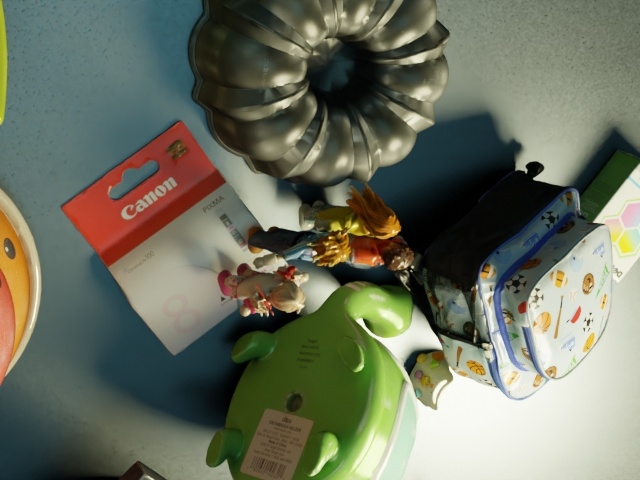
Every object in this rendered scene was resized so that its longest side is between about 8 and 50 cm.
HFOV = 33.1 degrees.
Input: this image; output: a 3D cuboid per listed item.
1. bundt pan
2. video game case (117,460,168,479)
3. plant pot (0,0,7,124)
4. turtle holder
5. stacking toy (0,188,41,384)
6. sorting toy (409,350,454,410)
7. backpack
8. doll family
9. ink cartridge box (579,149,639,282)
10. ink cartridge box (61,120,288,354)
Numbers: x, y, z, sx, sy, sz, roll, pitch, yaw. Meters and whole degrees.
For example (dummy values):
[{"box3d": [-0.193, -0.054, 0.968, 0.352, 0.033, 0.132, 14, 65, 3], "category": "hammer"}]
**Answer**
[{"box3d": [0.014, -0.210, 1.293, 0.330, 0.124, 0.331, -7, 111, -18], "category": "bundt pan"}, {"box3d": [-0.241, 0.436, 1.355, 0.275, 0.035, 0.248, -45, 127, -1], "category": "video game case"}, {"box3d": [-0.420, -0.241, 1.062, 0.228, 0.227, 0.207, 8, 100, -23], "category": "plant pot"}, {"box3d": [0.011, 0.214, 1.413, 0.243, 0.320, 0.227, -24, 138, 26], "category": "turtle holder"}, {"box3d": [-0.416, 0.115, 1.039, 0.350, 0.480, 0.351, -8, 110, -22], "category": "stacking toy"}, {"box3d": [0.161, 0.203, 1.530, 0.044, 0.075, 0.083, 22, 100, -27], "category": "sorting toy"}, {"box3d": [0.269, 0.074, 1.442, 0.276, 0.213, 0.263, -35, 134, -26], "category": "backpack"}, {"box3d": [0.000, 0.000, 1.297, 0.263, 0.163, 0.118, -21, 109, -34], "category": "doll family"}, {"box3d": [0.412, -0.013, 1.554, 0.109, 0.062, 0.209, 36, 94, -29], "category": "ink cartridge box"}, {"box3d": [-0.176, 0.001, 1.338, 0.189, 0.066, 0.232, -37, 122, -5], "category": "ink cartridge box"}]
